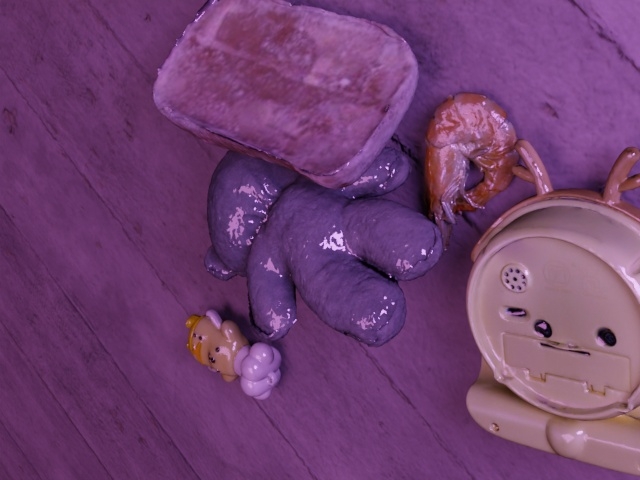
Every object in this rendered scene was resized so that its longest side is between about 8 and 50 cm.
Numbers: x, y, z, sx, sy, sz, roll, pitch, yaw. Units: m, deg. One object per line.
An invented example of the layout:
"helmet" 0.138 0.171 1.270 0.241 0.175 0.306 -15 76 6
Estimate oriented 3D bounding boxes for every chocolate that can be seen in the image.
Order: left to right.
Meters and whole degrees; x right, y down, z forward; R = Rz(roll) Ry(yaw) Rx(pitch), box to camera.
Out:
"chocolate" -0.036 -0.157 1.033 0.303 0.185 0.100 24 160 36

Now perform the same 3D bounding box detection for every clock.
"clock" 0.241 0.059 0.915 0.235 0.096 0.308 9 115 41

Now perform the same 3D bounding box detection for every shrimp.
"shrimp" 0.148 -0.067 0.990 0.099 0.041 0.180 21 123 17

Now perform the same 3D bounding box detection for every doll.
"doll" -0.120 0.157 1.327 0.162 0.062 0.106 24 130 31
"doll" 0.002 0.002 1.059 0.340 0.158 0.246 26 87 39
